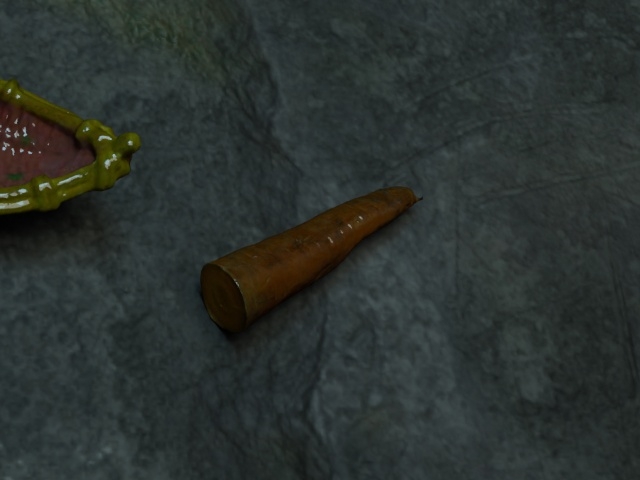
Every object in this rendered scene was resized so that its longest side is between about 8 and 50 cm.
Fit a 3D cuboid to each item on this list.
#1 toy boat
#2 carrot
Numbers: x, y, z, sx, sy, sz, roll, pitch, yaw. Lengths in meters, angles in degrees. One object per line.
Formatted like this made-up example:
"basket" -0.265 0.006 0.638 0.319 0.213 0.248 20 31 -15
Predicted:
"toy boat" -0.290 -0.083 1.284 0.318 0.099 0.141 13 55 -18
"carrot" 0.000 0.000 1.419 0.224 0.057 0.057 -31 80 -39
